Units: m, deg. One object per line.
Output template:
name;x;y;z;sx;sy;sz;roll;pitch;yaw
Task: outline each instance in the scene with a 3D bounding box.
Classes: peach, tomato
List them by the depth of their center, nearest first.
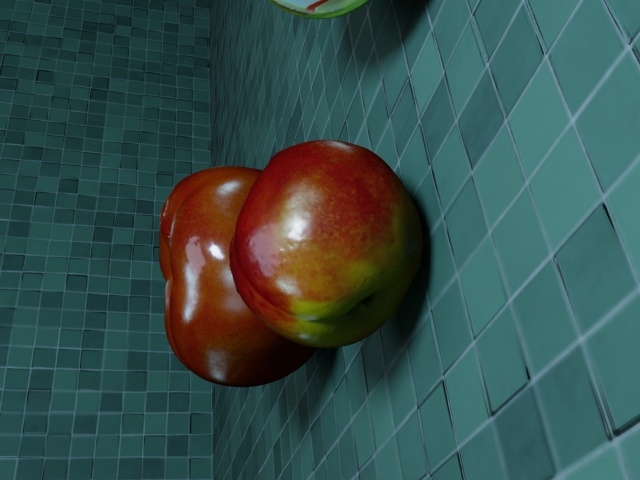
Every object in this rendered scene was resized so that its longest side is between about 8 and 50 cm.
peach;0.000;0.000;0.701;0.192;0.190;0.190;53;140;40
tomato;-0.093;0.048;0.959;0.298;0.226;0.299;180;90;-69

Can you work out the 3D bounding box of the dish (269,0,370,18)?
dish;0.021;-0.399;0.740;0.324;0.124;0.324;26;128;39
